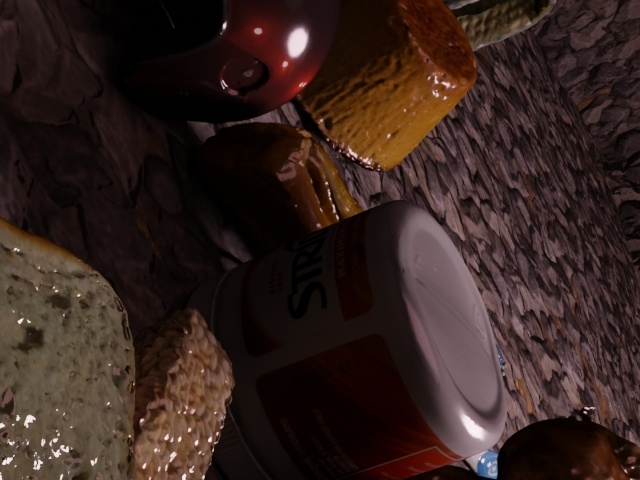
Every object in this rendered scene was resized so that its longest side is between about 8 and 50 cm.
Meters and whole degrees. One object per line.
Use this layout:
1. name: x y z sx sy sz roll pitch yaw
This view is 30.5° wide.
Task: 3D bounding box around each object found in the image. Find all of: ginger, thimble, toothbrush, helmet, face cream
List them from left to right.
1. helmet: -0.080 -0.198 0.983 0.216 0.193 0.189 112 -24 -53
2. face cream: 0.022 0.090 0.908 0.201 0.187 0.201 51 26 -37
3. thimble: 0.203 -0.380 1.733 0.271 0.270 0.150 4 68 -67
4. toothbrush: 0.203 0.271 1.398 0.386 0.040 0.040 42 32 -55
5. ginger: 0.244 0.307 1.184 0.418 0.254 0.176 53 19 -47

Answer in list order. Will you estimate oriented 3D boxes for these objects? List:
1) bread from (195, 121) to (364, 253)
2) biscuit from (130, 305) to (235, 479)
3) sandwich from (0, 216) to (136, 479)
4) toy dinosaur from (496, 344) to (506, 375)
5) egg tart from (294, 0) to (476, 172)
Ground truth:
1. bread: -0.001 0.002 1.052 0.077 0.139 0.271 -54 127 -20
2. biscuit: -0.106 0.117 0.734 0.082 0.070 0.168 53 27 -25
3. sandwich: -0.186 0.070 0.558 0.251 0.087 0.226 42 31 -49
4. toy dinosaur: 0.224 0.157 1.564 0.047 0.030 0.083 66 20 -11
5. egg tart: 0.067 -0.198 1.345 0.215 0.171 0.215 32 40 -32
